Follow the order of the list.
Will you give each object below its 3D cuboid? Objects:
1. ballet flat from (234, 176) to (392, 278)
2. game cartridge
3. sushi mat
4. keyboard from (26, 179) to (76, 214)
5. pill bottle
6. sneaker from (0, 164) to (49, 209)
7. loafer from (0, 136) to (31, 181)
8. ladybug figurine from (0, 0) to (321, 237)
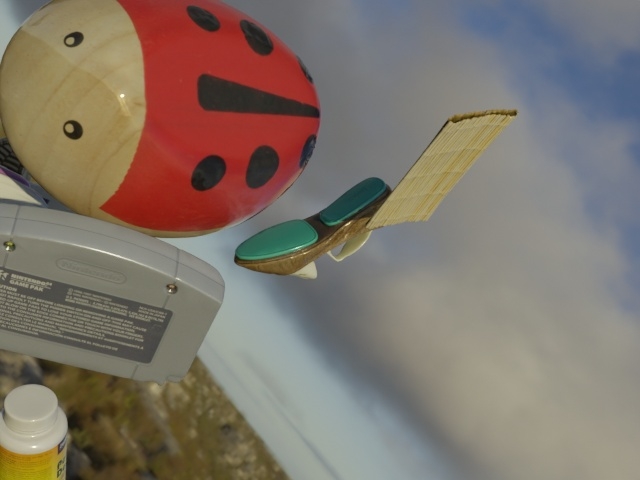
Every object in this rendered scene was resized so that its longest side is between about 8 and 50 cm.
[{"bbox_3d":[0.000,0.000,2.064,0.116,0.342,0.124,44,-21,51],"label":"ballet flat"},{"bbox_3d":[-0.265,0.059,1.153,0.294,0.196,0.060,16,45,-17],"label":"game cartridge"},{"bbox_3d":[0.199,-0.116,1.769,0.316,0.151,0.019,-53,-126,49],"label":"sushi mat"},{"bbox_3d":[-0.415,-0.052,1.530,0.256,0.072,0.014,21,31,-31],"label":"keyboard"},{"bbox_3d":[-0.477,0.341,1.730,0.117,0.117,0.215,44,-43,37],"label":"pill bottle"},{"bbox_3d":[-0.481,-0.045,1.320,0.114,0.152,0.305,19,0,37],"label":"sneaker"},{"bbox_3d":[-0.627,-0.082,2.029,0.102,0.268,0.092,32,12,5],"label":"loafer"},{"bbox_3d":[-0.151,-0.157,1.235,0.162,0.449,0.305,-5,-91,42],"label":"ladybug figurine"}]
